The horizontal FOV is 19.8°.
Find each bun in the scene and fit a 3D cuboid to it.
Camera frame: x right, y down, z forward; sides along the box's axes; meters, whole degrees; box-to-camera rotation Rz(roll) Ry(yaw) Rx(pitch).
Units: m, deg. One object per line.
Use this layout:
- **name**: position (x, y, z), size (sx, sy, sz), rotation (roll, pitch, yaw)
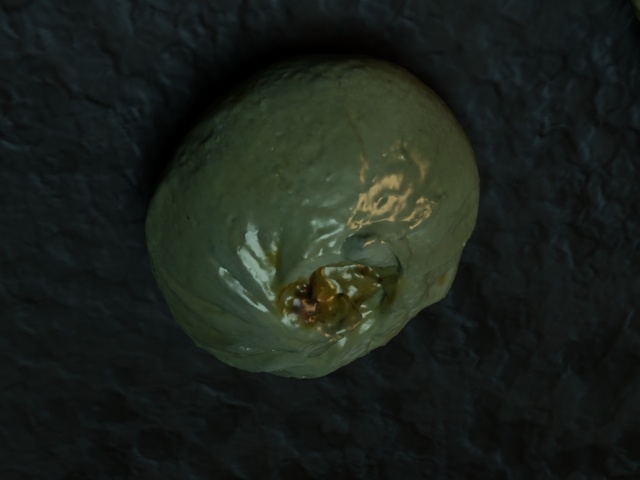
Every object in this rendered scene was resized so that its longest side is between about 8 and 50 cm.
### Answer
- **bun**: position (0.000, 0.000, 1.099), size (0.222, 0.127, 0.222), rotation (-5, 122, -8)

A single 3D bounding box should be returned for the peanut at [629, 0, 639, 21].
- **peanut**: position (0.253, -0.110, 1.097), size (0.104, 0.085, 0.228), rotation (-27, 126, 19)
